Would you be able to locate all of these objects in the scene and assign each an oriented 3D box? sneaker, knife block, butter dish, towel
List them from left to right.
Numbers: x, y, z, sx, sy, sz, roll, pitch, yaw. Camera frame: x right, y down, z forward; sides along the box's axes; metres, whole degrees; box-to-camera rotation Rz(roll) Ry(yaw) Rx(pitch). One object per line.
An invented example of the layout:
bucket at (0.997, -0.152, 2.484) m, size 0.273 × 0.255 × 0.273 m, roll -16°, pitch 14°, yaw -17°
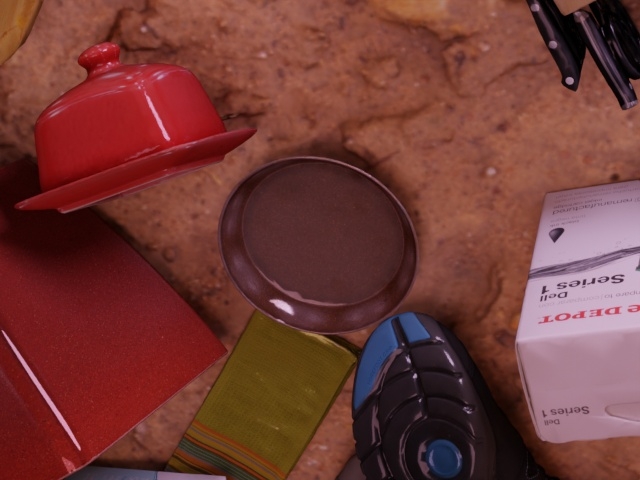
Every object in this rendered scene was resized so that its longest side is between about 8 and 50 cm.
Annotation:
butter dish at (-0.156, -0.097, 1.359) m, size 0.160 × 0.160 × 0.118 m, roll -19°, pitch 91°, yaw 22°
towel at (-0.057, 0.162, 1.544) m, size 0.102 × 0.021 × 0.237 m, roll 27°, pitch 122°, yaw -4°
sneaker at (0.135, 0.214, 1.478) m, size 0.125 × 0.140 × 0.341 m, roll -19°, pitch 95°, yaw 33°
knife block at (0.207, -0.235, 1.209) m, size 0.242 × 0.088 × 0.275 m, roll 15°, pitch 122°, yaw 4°

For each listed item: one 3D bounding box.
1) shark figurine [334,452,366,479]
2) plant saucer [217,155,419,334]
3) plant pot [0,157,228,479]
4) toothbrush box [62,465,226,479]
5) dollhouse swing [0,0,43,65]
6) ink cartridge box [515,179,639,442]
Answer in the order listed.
shark figurine at (0.048, 0.314, 1.555) m, size 0.166 × 0.116 × 0.278 m, roll -15°, pitch 113°, yaw 23°
plant saucer at (0.000, 0.000, 1.431) m, size 0.168 × 0.029 × 0.168 m, roll 6°, pitch 121°, yaw 11°
plant pot at (-0.284, 0.087, 1.430) m, size 0.267 × 0.267 × 0.235 m, roll -29°, pitch 93°, yaw 27°
toothbrush box at (-0.242, 0.310, 1.548) m, size 0.295 × 0.216 × 0.126 m, roll 0°, pitch 120°, yaw 18°
dollhouse swing at (-0.330, -0.244, 1.185) m, size 0.315 × 0.347 × 0.305 m, roll 7°, pitch 112°, yaw 6°
ink cartridge box at (0.239, 0.044, 1.285) m, size 0.160 × 0.219 × 0.092 m, roll -8°, pitch 118°, yaw 18°
